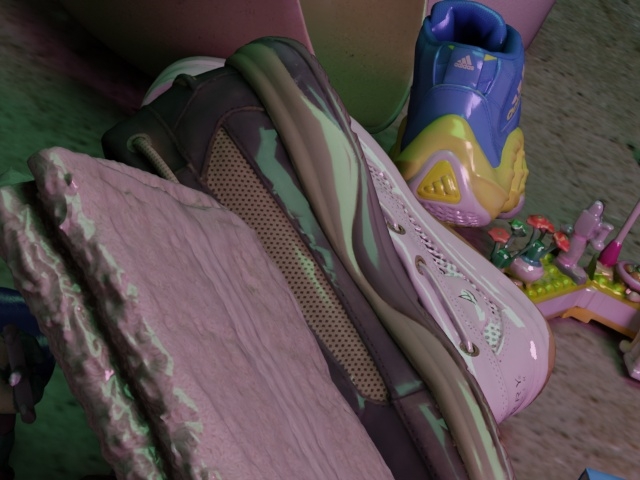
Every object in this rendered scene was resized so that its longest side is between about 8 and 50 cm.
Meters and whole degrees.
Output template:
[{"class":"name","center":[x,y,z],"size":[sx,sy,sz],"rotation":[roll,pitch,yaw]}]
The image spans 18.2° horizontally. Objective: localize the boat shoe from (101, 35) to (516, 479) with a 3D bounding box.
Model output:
[{"class":"boat shoe","center":[-0.006,0.071,0.929],"size":[0.130,0.132,0.355],"rotation":[-21,60,-6]}]

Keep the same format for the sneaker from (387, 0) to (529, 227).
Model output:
[{"class":"sneaker","center":[0.092,-0.078,1.196],"size":[0.091,0.126,0.240],"rotation":[13,8,1]}]

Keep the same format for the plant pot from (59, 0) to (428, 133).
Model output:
[{"class":"plant pot","center":[-0.062,-0.203,1.219],"size":[0.191,0.284,0.284],"rotation":[-2,20,20]}]

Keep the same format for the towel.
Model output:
[{"class":"towel","center":[-0.021,0.095,0.755],"size":[0.282,0.049,0.187],"rotation":[61,15,17]}]

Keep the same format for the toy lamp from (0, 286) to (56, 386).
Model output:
[{"class":"toy lamp","center":[-0.219,0.062,0.782],"size":[0.274,0.080,0.080],"rotation":[-9,46,-48]}]

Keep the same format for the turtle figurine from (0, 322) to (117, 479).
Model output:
[{"class":"turtle figurine","center":[-0.097,0.122,0.751],"size":[0.175,0.118,0.234],"rotation":[59,19,16]}]

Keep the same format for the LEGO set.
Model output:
[{"class":"LEGO set","center":[0.181,0.017,1.191],"size":[0.287,0.107,0.132],"rotation":[16,27,-27]}]

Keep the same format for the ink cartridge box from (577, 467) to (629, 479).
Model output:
[{"class":"ink cartridge box","center":[0.171,0.183,0.926],"size":[0.143,0.092,0.090],"rotation":[18,30,-20]}]

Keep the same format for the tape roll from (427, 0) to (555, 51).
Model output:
[{"class":"tape roll","center":[0.015,-0.277,1.579],"size":[0.392,0.072,0.392],"rotation":[23,27,-13]}]

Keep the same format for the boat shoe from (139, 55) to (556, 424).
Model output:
[{"class":"boat shoe","center":[0.000,0.000,1.066],"size":[0.277,0.098,0.096],"rotation":[38,28,14]}]
